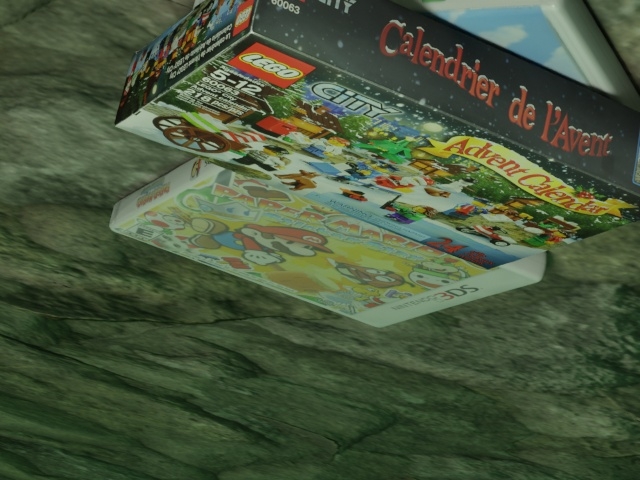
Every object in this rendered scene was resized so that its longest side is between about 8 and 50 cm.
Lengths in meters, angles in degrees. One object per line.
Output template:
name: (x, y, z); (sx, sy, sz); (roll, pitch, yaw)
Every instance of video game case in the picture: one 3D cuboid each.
video game case: (0.066, -0.073, 0.849); (0.193, 0.023, 0.212); (2, 158, 28)
video game case: (0.000, 0.000, 1.094); (0.227, 0.026, 0.206); (21, 159, -24)

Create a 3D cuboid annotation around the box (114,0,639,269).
box: (0.036, -0.055, 0.812); (0.233, 0.044, 0.159); (20, 160, -23)
